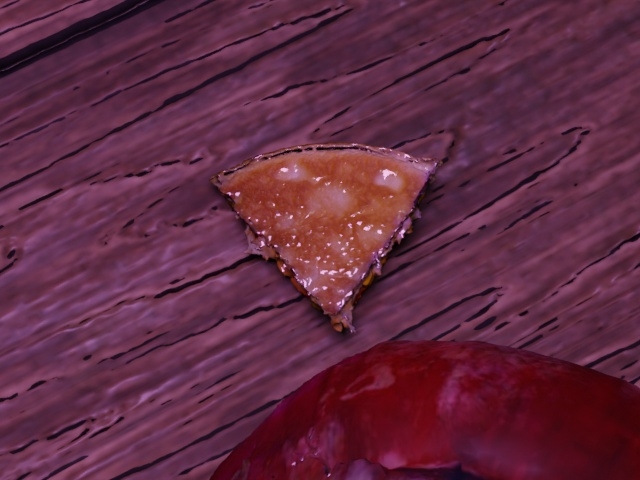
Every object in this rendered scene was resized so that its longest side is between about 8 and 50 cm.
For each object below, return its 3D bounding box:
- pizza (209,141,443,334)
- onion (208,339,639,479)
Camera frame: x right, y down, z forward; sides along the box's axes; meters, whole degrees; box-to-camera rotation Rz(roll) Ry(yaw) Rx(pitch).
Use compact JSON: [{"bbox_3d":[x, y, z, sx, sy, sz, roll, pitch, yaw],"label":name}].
[{"bbox_3d":[-0.005,-0.012,0.895,0.099,0.029,0.100,23,65,15],"label":"pizza"},{"bbox_3d":[0.051,0.161,0.723,0.246,0.190,0.246,0,90,26],"label":"onion"}]
